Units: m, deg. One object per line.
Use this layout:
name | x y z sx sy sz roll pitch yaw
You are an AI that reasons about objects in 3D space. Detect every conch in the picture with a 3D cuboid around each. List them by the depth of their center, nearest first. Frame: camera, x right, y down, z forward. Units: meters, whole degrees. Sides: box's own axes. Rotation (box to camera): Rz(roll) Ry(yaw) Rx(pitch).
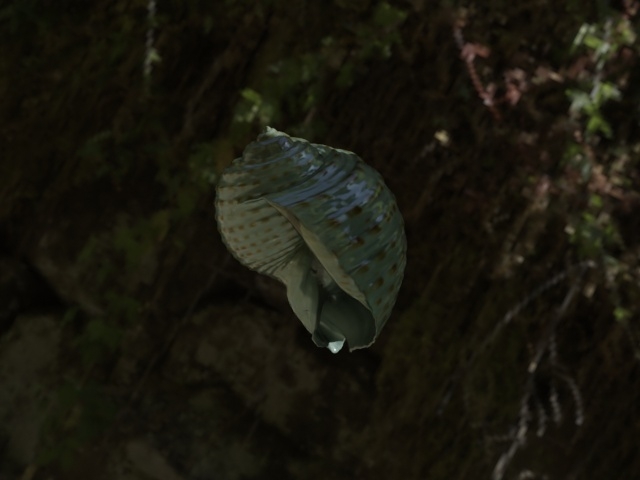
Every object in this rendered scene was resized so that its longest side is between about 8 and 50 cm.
conch | 0.005 -0.009 1.097 0.172 0.131 0.200 1 -44 48
